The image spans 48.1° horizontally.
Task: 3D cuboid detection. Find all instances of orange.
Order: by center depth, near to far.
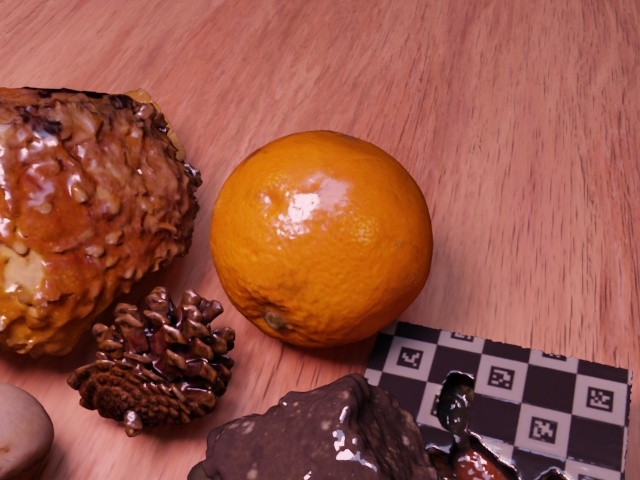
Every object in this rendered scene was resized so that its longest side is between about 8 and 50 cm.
[{"bbox_3d":[0.000,0.000,0.996,0.312,0.312,0.312,3,47,-3],"label":"orange"}]

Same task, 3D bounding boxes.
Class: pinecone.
[{"bbox_3d":[-0.201,0.150,0.928,0.185,0.169,0.212,21,23,5],"label":"pinecone"}]

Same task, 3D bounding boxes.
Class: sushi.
[{"bbox_3d":[0.197,0.288,0.908,0.343,0.064,0.359,10,51,18],"label":"sushi"}]

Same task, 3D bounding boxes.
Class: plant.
[{"bbox_3d":[-0.020,0.280,0.783,0.276,0.188,0.199,-34,46,15],"label":"plant"}]

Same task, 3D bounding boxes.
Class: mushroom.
[{"bbox_3d":[-0.393,0.271,0.801,0.207,0.207,0.215,-19,85,-23],"label":"mushroom"}]

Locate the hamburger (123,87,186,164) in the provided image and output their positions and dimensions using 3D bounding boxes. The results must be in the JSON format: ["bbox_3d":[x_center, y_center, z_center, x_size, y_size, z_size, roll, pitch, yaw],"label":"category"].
[{"bbox_3d":[-0.347,-0.153,1.218,0.207,0.135,0.155,-23,52,-23],"label":"hamburger"}]

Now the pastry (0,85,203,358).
[{"bbox_3d":[-0.374,-0.054,0.983,0.292,0.337,0.405,-3,33,49],"label":"pastry"}]
